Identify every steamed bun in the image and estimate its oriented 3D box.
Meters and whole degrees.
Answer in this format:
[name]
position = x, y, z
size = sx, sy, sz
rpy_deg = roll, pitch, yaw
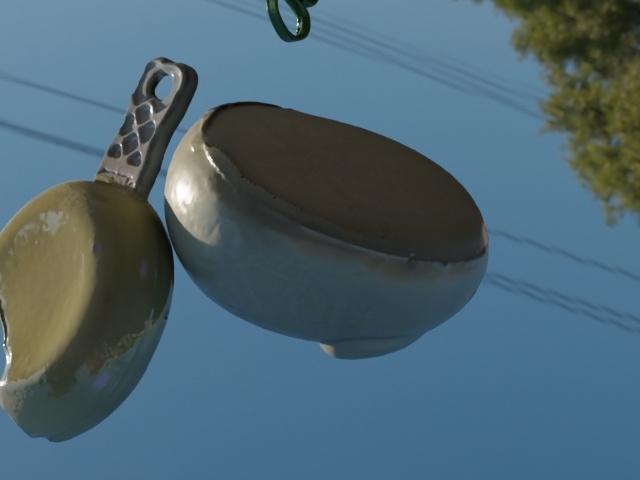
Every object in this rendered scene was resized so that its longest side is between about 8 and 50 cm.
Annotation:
[steamed bun]
position = 0.000, 0.000, 0.886
size = 0.228, 0.131, 0.177
rpy_deg = 13, -150, -22

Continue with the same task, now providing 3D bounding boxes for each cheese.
[cheese]
position = -0.140, 0.005, 0.873
size = 0.071, 0.249, 0.163
rpy_deg = 26, -163, -49

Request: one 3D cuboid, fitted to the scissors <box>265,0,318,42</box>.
[scissors]
position = -0.067, -0.305, 1.406
size = 0.027, 0.101, 0.204
rpy_deg = -6, 148, 35
